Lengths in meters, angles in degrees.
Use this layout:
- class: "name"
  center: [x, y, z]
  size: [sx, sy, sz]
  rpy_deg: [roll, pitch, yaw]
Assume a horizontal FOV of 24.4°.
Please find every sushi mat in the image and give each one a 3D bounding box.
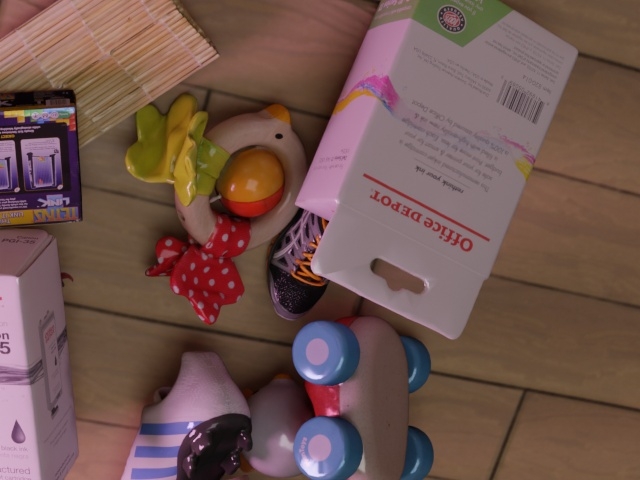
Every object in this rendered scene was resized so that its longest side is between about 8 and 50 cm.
- class: "sushi mat"
  center: [-0.279, -0.169, 1.580]
  size: [0.316, 0.019, 0.151]
  rpy_deg: [-32, 121, 7]

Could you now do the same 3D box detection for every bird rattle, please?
- class: "bird rattle"
  center: [-0.100, -0.044, 1.641]
  size: [0.207, 0.143, 0.253]
  rpy_deg: [-26, 120, -20]

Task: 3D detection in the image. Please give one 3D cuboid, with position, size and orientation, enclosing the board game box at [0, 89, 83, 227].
- class: "board game box"
  center: [-0.342, -0.084, 1.575]
  size: [0.170, 0.048, 0.141]
  rpy_deg: [-4, 121, -11]

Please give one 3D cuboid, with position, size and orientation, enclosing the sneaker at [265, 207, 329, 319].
- class: "sneaker"
  center: [0.000, 0.000, 1.701]
  size: [0.084, 0.083, 0.215]
  rpy_deg: [16, 108, -20]

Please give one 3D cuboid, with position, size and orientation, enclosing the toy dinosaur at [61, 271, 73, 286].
- class: "toy dinosaur"
  center: [-0.330, 0.062, 1.658]
  size: [0.047, 0.090, 0.082]
  rpy_deg: [47, 64, -10]

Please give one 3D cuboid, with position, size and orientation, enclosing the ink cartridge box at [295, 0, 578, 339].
- class: "ink cartridge box"
  center: [0.113, -0.091, 1.604]
  size: [0.207, 0.119, 0.353]
  rpy_deg: [27, 80, -22]

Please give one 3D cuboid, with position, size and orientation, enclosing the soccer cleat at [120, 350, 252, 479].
- class: "soccer cleat"
  center: [-0.176, 0.264, 1.763]
  size: [0.116, 0.143, 0.331]
  rpy_deg: [5, 135, -34]

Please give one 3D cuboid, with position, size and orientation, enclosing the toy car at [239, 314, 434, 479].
- class: "toy car"
  center: [-0.019, 0.199, 1.745]
  size: [0.238, 0.219, 0.210]
  rpy_deg: [-7, 78, 29]

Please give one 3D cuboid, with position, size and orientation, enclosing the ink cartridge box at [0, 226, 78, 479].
- class: "ink cartridge box"
  center: [-0.389, 0.135, 1.611]
  size: [0.207, 0.117, 0.283]
  rpy_deg: [3, 114, 10]

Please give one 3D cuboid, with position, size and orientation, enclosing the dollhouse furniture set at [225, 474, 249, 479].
- class: "dollhouse furniture set"
  center: [-0.223, 0.452, 1.709]
  size: [0.355, 0.174, 0.303]
  rpy_deg: [-14, 146, -10]
